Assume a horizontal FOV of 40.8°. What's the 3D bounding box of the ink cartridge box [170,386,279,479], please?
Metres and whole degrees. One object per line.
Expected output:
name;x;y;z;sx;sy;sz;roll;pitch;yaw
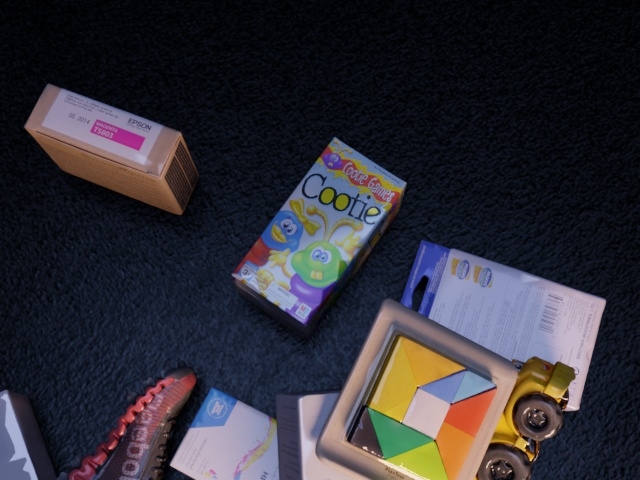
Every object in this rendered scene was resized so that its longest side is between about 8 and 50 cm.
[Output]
ink cartridge box;-0.093;0.337;1.308;0.231;0.078;0.134;25;75;7

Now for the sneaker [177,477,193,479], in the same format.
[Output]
sneaker;-0.150;0.443;1.293;0.209;0.069;0.082;32;108;1

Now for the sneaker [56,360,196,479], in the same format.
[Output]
sneaker;-0.267;0.316;1.306;0.135;0.097;0.276;38;79;11

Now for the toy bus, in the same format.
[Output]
toy bus;0.244;0.247;1.276;0.211;0.149;0.220;31;106;16

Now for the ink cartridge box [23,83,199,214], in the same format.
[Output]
ink cartridge box;-0.330;-0.143;1.394;0.235;0.193;0.088;21;75;6

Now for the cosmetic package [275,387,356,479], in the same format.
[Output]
cosmetic package;0.060;0.399;1.201;0.217;0.156;0.385;-3;81;-16

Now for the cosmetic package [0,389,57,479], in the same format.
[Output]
cosmetic package;-0.445;0.351;1.297;0.060;0.099;0.239;-24;74;-4

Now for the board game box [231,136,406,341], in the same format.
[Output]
board game box;0.000;0.000;1.376;0.144;0.142;0.275;33;76;9

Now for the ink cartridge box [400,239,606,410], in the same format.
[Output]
ink cartridge box;0.279;0.134;1.377;0.311;0.065;0.185;19;75;3

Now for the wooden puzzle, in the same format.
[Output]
wooden puzzle;0.136;0.226;1.147;0.221;0.044;0.238;28;75;-10
